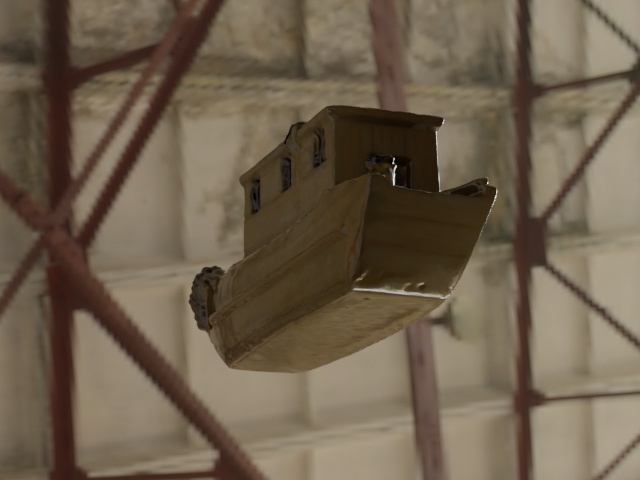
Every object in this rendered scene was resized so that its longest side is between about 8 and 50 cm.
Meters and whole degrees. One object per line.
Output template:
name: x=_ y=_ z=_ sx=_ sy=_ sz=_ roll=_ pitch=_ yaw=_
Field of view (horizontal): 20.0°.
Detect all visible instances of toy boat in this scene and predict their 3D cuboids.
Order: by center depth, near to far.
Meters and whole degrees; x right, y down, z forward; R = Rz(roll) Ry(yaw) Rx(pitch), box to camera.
toy boat: x=0.000 y=0.000 z=0.680 sx=0.057 sy=0.200 sz=0.077 roll=4 pitch=-106 yaw=-21
